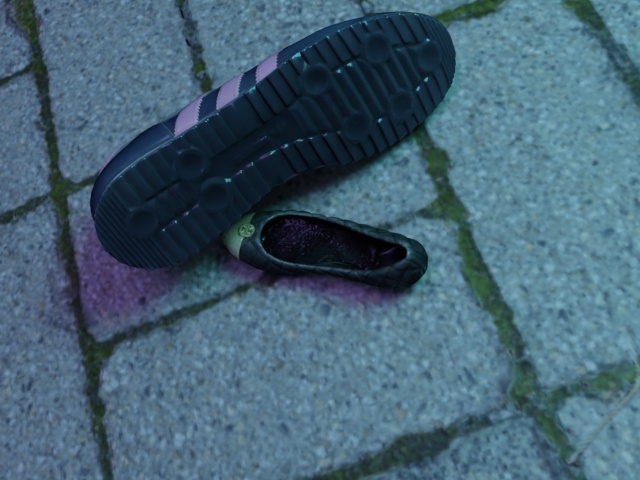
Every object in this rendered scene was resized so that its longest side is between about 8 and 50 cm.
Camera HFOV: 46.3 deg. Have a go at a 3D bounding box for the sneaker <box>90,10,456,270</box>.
[{"bbox_3d":[-0.046,-0.102,0.617,0.319,0.112,0.131,-28,28,-9],"label":"sneaker"}]

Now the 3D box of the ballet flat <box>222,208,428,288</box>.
[{"bbox_3d":[0.000,0.000,0.583,0.173,0.049,0.057,8,69,21],"label":"ballet flat"}]
